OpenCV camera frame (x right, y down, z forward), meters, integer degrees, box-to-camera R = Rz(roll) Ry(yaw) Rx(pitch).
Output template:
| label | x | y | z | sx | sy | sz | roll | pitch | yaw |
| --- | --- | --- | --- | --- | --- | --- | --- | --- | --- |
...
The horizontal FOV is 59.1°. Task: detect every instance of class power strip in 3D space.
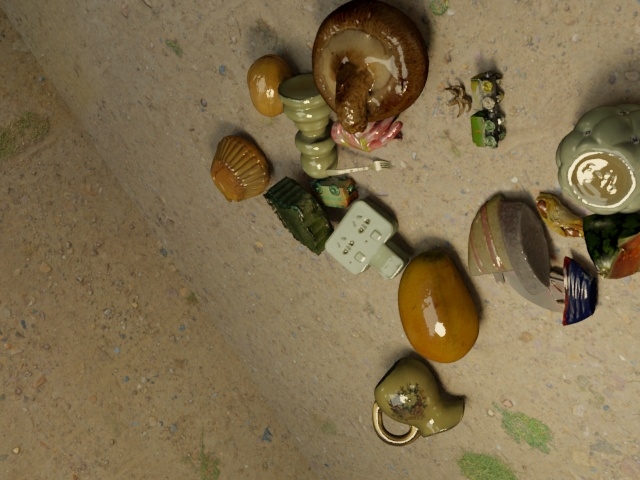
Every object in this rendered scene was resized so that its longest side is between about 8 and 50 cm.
| label | x | y | z | sx | sy | sz | roll | pitch | yaw |
| --- | --- | --- | --- | --- | --- | --- | --- | --- | --- |
| power strip | 0.183 | 0.012 | 1.927 | 0.261 | 0.141 | 0.229 | 40 | 113 | 13 |

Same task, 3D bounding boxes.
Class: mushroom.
| label | x | y | z | sx | sy | sz | roll | pitch | yaw |
| --- | --- | --- | --- | --- | --- | --- | --- | --- | --- |
| mushroom | 0.124 | -0.475 | 1.518 | 0.345 | 0.239 | 0.345 | 4 | 103 | 16 |

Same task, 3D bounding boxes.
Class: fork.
| label | x | y | z | sx | sy | sz | roll | pitch | yaw |
| --- | --- | --- | --- | --- | --- | --- | --- | --- | --- |
| fork | 0.121 | -0.229 | 1.818 | 0.220 | 0.028 | 0.034 | -5 | 128 | 17 |

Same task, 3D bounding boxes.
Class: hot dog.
| label | x | y | z | sx | sy | sz | roll | pitch | yaw |
| --- | --- | --- | --- | --- | --- | --- | --- | --- | --- |
| hot dog | 0.620 | -0.052 | 1.462 | 0.169 | 0.061 | 0.078 | 42 | 144 | 14 |

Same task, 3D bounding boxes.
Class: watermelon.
| label | x | y | z | sx | sy | sz | roll | pitch | yaw |
| --- | --- | --- | --- | --- | --- | --- | --- | --- | --- |
| watermelon | 0.706 | -0.007 | 1.288 | 0.128 | 0.303 | 0.159 | -28 | 71 | 37 |

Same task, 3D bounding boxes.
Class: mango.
| label | x | y | z | sx | sy | sz | roll | pitch | yaw |
| --- | --- | --- | --- | --- | --- | --- | --- | --- | --- |
| mango | 0.374 | 0.213 | 1.831 | 0.264 | 0.221 | 0.378 | 6 | 114 | 50 |

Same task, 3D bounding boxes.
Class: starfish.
| label | x | y | z | sx | sy | sz | roll | pitch | yaw |
| --- | --- | --- | --- | --- | --- | --- | --- | --- | --- |
| starfish | 0.366 | -0.369 | 1.497 | 0.078 | 0.028 | 0.091 | 22 | 138 | 42 |

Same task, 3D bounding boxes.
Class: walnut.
| label | x | y | z | sx | sy | sz | roll | pitch | yaw |
| --- | --- | --- | --- | --- | --- | --- | --- | --- | --- |
| walnut | -0.161 | -0.503 | 1.845 | 0.159 | 0.159 | 0.206 | 26 | 136 | 31 |

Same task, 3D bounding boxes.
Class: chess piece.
| label | x | y | z | sx | sy | sz | roll | pitch | yaw |
| --- | --- | --- | --- | --- | --- | --- | --- | --- | --- |
| chess piece | -0.023 | -0.353 | 1.825 | 0.182 | 0.182 | 0.330 | 23 | 140 | 34 |

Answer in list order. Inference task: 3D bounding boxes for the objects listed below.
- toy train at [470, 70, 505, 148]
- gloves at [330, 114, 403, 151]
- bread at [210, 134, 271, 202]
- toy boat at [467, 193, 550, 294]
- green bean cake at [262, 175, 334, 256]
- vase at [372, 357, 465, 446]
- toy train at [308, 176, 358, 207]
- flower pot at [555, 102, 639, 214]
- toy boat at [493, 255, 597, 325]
| label | x | y | z | sx | sy | sz | roll | pitch | yaw |
| --- | --- | --- | --- | --- | --- | --- | --- | --- | --- |
| toy train | 0.422 | -0.332 | 1.441 | 0.081 | 0.060 | 0.202 | 18 | 131 | 45 |
| gloves | 0.144 | -0.326 | 1.686 | 0.241 | 0.126 | 0.145 | 13 | 142 | 55 |
| bread | -0.323 | -0.278 | 2.223 | 0.274 | 0.149 | 0.274 | 29 | 144 | 24 |
| toy boat | 0.509 | 0.007 | 1.593 | 0.293 | 0.111 | 0.276 | 15 | 120 | 55 |
| green bean cake | -0.068 | -0.091 | 2.039 | 0.255 | 0.132 | 0.241 | 36 | 160 | 52 |
| vase | 0.340 | 0.641 | 2.153 | 0.302 | 0.329 | 0.241 | 41 | -173 | 8 |
| toy train | 0.047 | -0.170 | 1.973 | 0.188 | 0.072 | 0.099 | 12 | 127 | 42 |
| flower pot | 0.639 | -0.173 | 1.226 | 0.246 | 0.195 | 0.246 | 29 | 138 | 30 |
| toy boat | 0.639 | 0.149 | 1.612 | 0.318 | 0.072 | 0.219 | -16 | 104 | 55 |
